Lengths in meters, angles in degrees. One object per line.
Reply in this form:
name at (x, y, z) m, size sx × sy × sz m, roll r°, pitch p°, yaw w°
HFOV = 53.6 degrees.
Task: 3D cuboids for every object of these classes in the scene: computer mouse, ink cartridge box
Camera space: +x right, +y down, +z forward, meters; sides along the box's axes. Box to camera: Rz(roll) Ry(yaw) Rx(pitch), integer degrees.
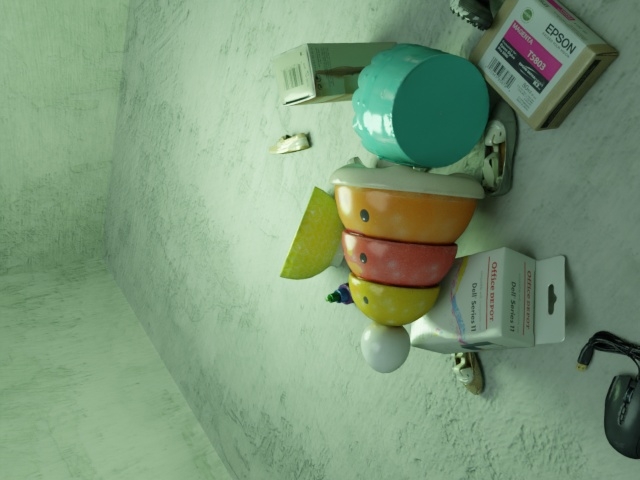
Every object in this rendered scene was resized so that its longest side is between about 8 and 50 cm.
computer mouse at (0.603, 0.321, 1.311) m, size 0.184 × 0.060 × 0.262 m, roll 26°, pitch 120°, yaw 45°
ink cartridge box at (0.370, 0.140, 1.442) m, size 0.353 × 0.119 × 0.207 m, roll -20°, pitch 57°, yaw 52°
ink cartridge box at (0.439, -0.371, 1.283) m, size 0.234 × 0.088 × 0.193 m, roll 56°, pitch 139°, yaw 26°

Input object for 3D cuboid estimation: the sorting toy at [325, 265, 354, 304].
sorting toy at (0.098, 0.061, 1.823) m, size 0.127 × 0.126 × 0.365 m, roll 50°, pitch 135°, yaw 30°

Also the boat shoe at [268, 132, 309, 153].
boat shoe at (-0.102, -0.309, 2.020) m, size 0.170 × 0.063 × 0.059 m, roll -3°, pitch 96°, yaw 43°

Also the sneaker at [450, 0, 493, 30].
sneaker at (0.323, -0.528, 1.339) m, size 0.106 × 0.078 × 0.234 m, roll -56°, pitch 25°, yaw 32°

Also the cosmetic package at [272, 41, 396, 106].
cosmetic package at (0.048, -0.419, 1.597) m, size 0.153 × 0.296 × 0.129 m, roll -2°, pitch 101°, yaw 54°

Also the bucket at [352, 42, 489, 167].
bucket at (0.224, -0.294, 1.406) m, size 0.183 × 0.281 × 0.281 m, roll -139°, pitch 47°, yaw -62°

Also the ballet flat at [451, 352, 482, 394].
ballet flat at (0.359, 0.299, 1.609) m, size 0.073 × 0.067 × 0.206 m, roll -12°, pitch 91°, yaw 54°

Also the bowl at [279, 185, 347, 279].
bowl at (0.000, 0.000, 1.877) m, size 0.156 × 0.289 × 0.289 m, roll 21°, pitch 128°, yaw -3°

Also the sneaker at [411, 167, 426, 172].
sneaker at (0.258, -0.204, 1.589) m, size 0.152 × 0.061 × 0.053 m, roll -45°, pitch 63°, yaw 47°

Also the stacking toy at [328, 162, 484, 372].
stacking toy at (0.175, 0.073, 1.452) m, size 0.350 × 0.351 × 0.480 m, roll 10°, pitch 97°, yaw 50°

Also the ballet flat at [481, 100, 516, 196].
ballet flat at (0.392, -0.201, 1.411) m, size 0.072 × 0.068 × 0.213 m, roll 14°, pitch 111°, yaw 49°

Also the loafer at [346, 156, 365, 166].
loafer at (0.185, -0.119, 1.686) m, size 0.111 × 0.112 × 0.319 m, roll -42°, pitch 64°, yaw 9°
